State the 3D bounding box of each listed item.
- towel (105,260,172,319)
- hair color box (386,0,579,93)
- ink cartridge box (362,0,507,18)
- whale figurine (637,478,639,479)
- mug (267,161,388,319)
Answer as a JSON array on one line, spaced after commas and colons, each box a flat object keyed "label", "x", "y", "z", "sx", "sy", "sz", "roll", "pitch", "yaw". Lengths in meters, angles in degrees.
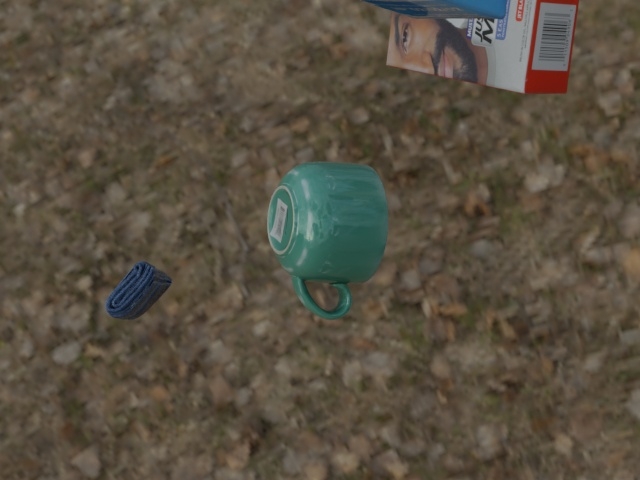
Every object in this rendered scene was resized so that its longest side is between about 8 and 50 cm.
[{"label": "towel", "x": -0.190, "y": 0.055, "z": 1.510, "sx": 0.029, "sy": 0.119, "sz": 0.067, "roll": 40, "pitch": 87, "yaw": 3}, {"label": "hair color box", "x": 0.130, "y": -0.176, "z": 1.186, "sx": 0.053, "sy": 0.093, "sz": 0.167, "roll": -3, "pitch": 14, "yaw": -37}, {"label": "ink cartridge box", "x": -0.002, "y": -0.156, "z": 0.553, "sx": 0.061, "sy": 0.181, "sz": 0.104, "roll": 13, "pitch": 92, "yaw": 53}, {"label": "whale figurine", "x": 0.274, "y": 0.247, "z": 0.994, "sx": 0.216, "sy": 0.272, "sz": 0.141, "roll": 1, "pitch": 62, "yaw": -7}, {"label": "mug", "x": 0.003, "y": -0.008, "z": 1.548, "sx": 0.097, "sy": 0.129, "sz": 0.158, "roll": 3, "pitch": 62, "yaw": -25}]
